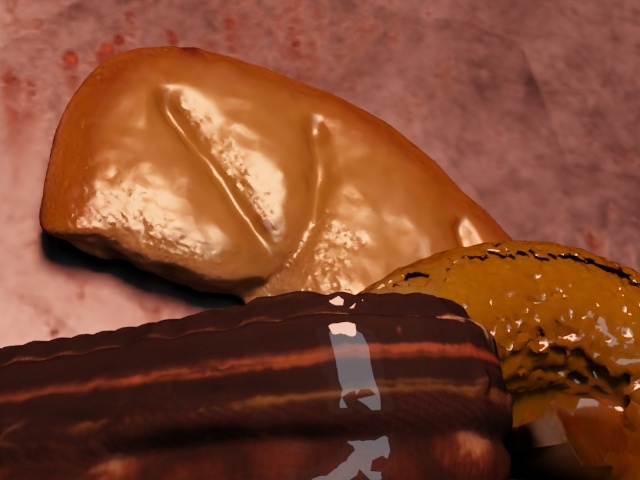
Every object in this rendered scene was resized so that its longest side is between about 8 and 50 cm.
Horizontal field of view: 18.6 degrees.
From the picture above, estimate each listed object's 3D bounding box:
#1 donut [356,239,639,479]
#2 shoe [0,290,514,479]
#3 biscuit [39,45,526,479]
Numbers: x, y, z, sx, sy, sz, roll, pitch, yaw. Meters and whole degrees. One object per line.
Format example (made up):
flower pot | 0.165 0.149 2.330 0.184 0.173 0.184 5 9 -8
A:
donut | 0.097 0.110 0.862 0.272 0.107 0.272 9 58 -14
shoe | -0.098 0.163 0.739 0.384 0.171 0.237 -12 74 23
biscuit | 0.003 -0.002 0.988 0.299 0.045 0.154 28 57 3
